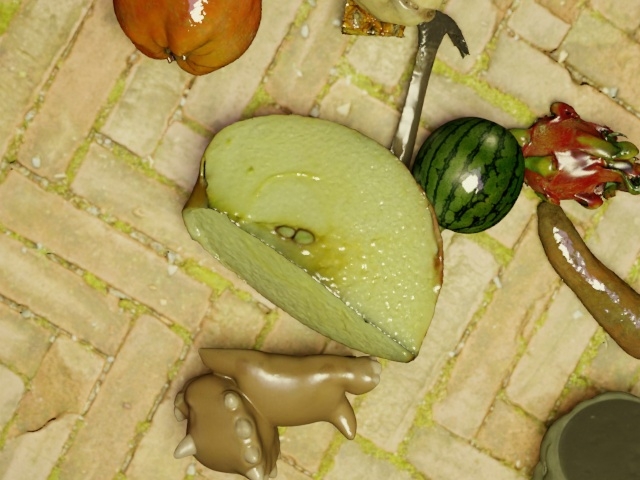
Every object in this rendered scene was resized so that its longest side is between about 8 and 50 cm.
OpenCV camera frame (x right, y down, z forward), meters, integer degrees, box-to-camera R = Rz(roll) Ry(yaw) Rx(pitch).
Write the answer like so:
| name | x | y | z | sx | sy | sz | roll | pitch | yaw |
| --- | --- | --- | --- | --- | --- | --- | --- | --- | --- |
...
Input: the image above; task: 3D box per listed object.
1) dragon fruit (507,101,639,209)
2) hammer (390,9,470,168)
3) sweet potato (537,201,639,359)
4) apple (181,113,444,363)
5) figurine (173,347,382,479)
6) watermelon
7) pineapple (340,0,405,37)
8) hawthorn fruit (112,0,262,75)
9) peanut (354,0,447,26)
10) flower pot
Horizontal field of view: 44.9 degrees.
| name | x | y | z | sx | sy | sz | roll | pitch | yaw |
| --- | --- | --- | --- | --- | --- | --- | --- | --- | --- |
| dragon fruit | 0.342 | -0.109 | 1.000 | 0.142 | 0.175 | 0.138 | -15 | 110 | -35 |
| hammer | 0.112 | -0.148 | 1.004 | 0.125 | 0.027 | 0.297 | 7 | 104 | -29 |
| sweet potato | 0.376 | 0.063 | 1.044 | 0.075 | 0.075 | 0.273 | -43 | 94 | 4 |
| apple | 0.000 | 0.000 | 0.955 | 0.346 | 0.179 | 0.254 | 35 | 118 | 7 |
| figurine | -0.064 | 0.228 | 0.994 | 0.247 | 0.177 | 0.172 | 5 | 80 | -10 |
| watermelon | 0.178 | -0.063 | 0.978 | 0.141 | 0.140 | 0.187 | 25 | 94 | -6 |
| pineapple | 0.057 | -0.304 | 0.983 | 0.114 | 0.077 | 0.114 | -3 | 88 | -36 |
| hawthorn fruit | -0.150 | -0.292 | 0.916 | 0.189 | 0.189 | 0.189 | 0 | 99 | -2 |
| peanut | 0.055 | -0.371 | 0.907 | 0.130 | 0.130 | 0.290 | -26 | 71 | 2 |
| flower pot | 0.400 | 0.323 | 0.999 | 0.246 | 0.246 | 0.195 | -25 | 131 | 2 |
